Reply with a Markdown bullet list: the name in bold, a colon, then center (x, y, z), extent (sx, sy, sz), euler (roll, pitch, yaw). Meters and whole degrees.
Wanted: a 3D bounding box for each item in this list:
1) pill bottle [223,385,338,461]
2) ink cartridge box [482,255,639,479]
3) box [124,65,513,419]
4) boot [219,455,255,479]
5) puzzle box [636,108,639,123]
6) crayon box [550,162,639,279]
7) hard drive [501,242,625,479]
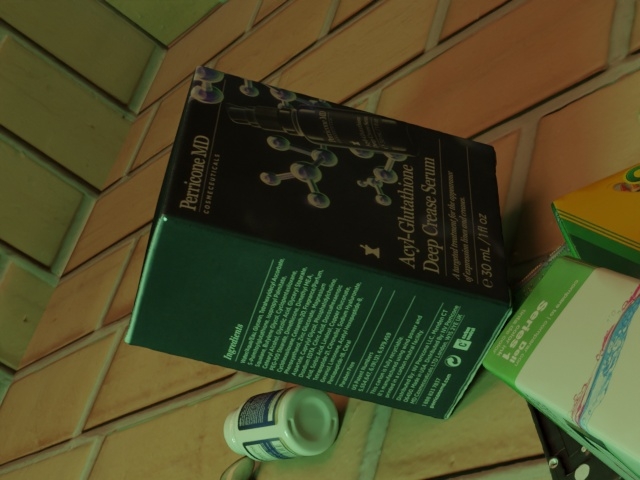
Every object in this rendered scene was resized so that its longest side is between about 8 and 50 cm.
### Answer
- **pill bottle**: center (-0.059, 0.252, 1.585), extent (0.169, 0.094, 0.094), euler (-20, 41, 51)
- **ink cartridge box**: center (0.268, 0.131, 0.819), extent (0.117, 0.201, 0.278), euler (-52, 17, -3)
- **box**: center (0.000, 0.000, 1.384), extent (0.293, 0.395, 0.212), euler (-87, 14, -49)
- **boot**: center (-0.118, 0.367, 1.620), extent (0.118, 0.042, 0.087), euler (-55, 30, 3)
- **puzzle box**: center (0.473, -0.079, 0.916), extent (0.409, 0.052, 0.272), euler (-20, 37, 18)
- **crayon box**: center (0.368, -0.020, 1.052), extent (0.278, 0.081, 0.165), euler (-24, 32, 10)
- **hard drive**: center (0.305, 0.099, 1.155), extent (0.237, 0.064, 0.339), euler (-45, 27, 21)
